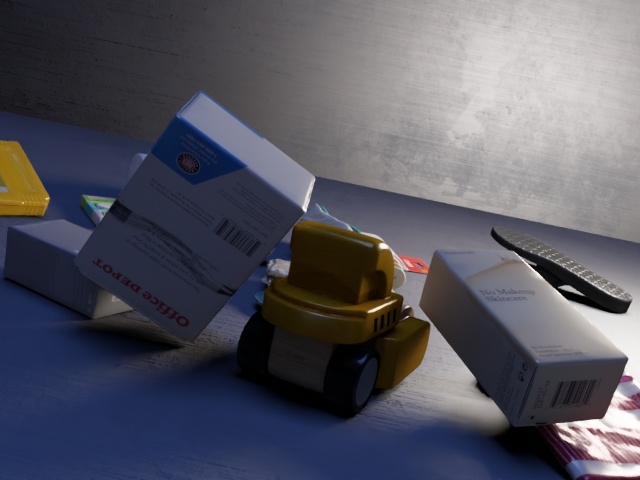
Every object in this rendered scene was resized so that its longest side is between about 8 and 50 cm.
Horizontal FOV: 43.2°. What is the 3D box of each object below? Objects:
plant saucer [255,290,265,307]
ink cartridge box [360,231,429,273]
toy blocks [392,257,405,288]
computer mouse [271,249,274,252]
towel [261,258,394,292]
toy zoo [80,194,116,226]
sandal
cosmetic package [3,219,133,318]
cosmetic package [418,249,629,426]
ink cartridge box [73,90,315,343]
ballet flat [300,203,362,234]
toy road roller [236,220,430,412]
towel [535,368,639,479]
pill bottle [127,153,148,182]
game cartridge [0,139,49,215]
[{"bbox_3d":[-0.067,0.124,1.532,0.119,0.021,0.119,11,11,-2],"label":"plant saucer"},{"bbox_3d":[0.185,0.031,2.162,0.224,0.056,0.181,8,12,-9],"label":"ink cartridge box"},{"bbox_3d":[0.135,0.065,1.935,0.123,0.054,0.148,11,11,-4],"label":"toy blocks"},{"bbox_3d":[-0.175,0.016,1.913,0.106,0.042,0.193,10,5,-31],"label":"computer mouse"},{"bbox_3d":[0.021,0.095,1.645,0.282,0.049,0.187,13,5,-2],"label":"towel"},{"bbox_3d":[-0.470,-0.057,1.996,0.192,0.030,0.293,5,13,-28],"label":"toy zoo"},{"bbox_3d":[0.635,0.093,2.234,0.167,0.107,0.445,0,28,-48],"label":"sandal"},{"bbox_3d":[-0.415,0.044,1.379,0.238,0.107,0.127,21,17,28],"label":"cosmetic package"},{"bbox_3d":[0.290,0.134,1.214,0.160,0.113,0.309,0,29,-22],"label":"cosmetic package"},{"bbox_3d":[-0.190,-0.030,1.221,0.223,0.307,0.129,36,26,-12],"label":"ink cartridge box"},{"bbox_3d":[0.000,0.000,1.944,0.139,0.139,0.400,8,8,-16],"label":"ballet flat"},{"bbox_3d":[0.040,0.094,1.229,0.202,0.241,0.329,17,13,24],"label":"toy road roller"},{"bbox_3d":[0.404,0.245,1.195,0.237,0.037,0.329,5,24,-16],"label":"towel"},{"bbox_3d":[-0.380,-0.160,2.256,0.283,0.160,0.160,5,13,-31],"label":"pill bottle"},{"bbox_3d":[-0.816,-0.158,1.861,0.323,0.053,0.285,-1,37,-41],"label":"game cartridge"}]
